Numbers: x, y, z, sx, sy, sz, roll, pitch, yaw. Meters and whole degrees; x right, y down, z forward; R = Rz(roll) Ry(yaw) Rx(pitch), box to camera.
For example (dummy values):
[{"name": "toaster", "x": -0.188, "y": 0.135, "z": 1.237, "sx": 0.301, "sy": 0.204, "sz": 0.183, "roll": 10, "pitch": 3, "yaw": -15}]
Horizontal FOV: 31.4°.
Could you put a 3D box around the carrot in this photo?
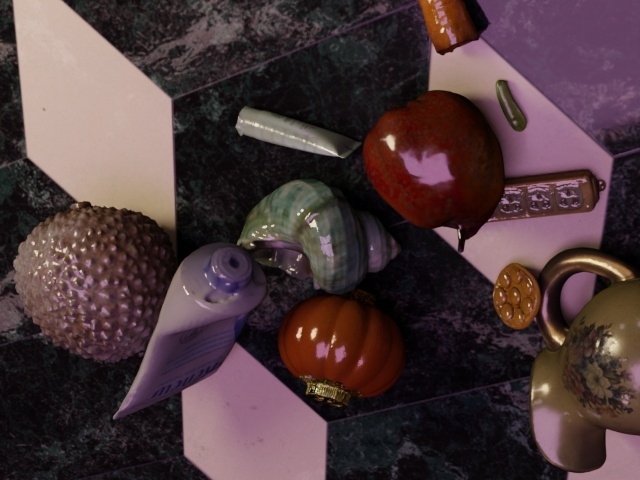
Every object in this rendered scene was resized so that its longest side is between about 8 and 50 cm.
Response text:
[{"name": "carrot", "x": 0.167, "y": -0.380, "z": 1.710, "sx": 0.072, "sy": 0.072, "sz": 0.205, "roll": -22, "pitch": 99, "yaw": 27}]

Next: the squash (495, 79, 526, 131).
[{"name": "squash", "x": 0.293, "y": -0.208, "z": 1.767, "sx": 0.027, "sy": 0.027, "sz": 0.089, "roll": -25, "pitch": 102, "yaw": 28}]

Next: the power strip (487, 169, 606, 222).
[{"name": "power strip", "x": 0.299, "y": -0.064, "z": 1.820, "sx": 0.305, "sy": 0.044, "sz": 0.064, "roll": -6, "pitch": 112, "yaw": 22}]

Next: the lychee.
[{"name": "lychee", "x": -0.390, "y": 0.070, "z": 1.980, "sx": 0.300, "sy": 0.300, "sz": 0.300, "roll": 8, "pitch": 116, "yaw": 16}]

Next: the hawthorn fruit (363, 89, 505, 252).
[{"name": "hawthorn fruit", "x": 0.180, "y": -0.101, "z": 1.741, "sx": 0.208, "sy": 0.208, "sz": 0.248, "roll": -21, "pitch": 87, "yaw": 27}]

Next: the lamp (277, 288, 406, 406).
[{"name": "lamp", "x": 0.037, "y": 0.180, "z": 1.938, "sx": 0.223, "sy": 0.223, "sz": 0.197, "roll": 14, "pitch": 74, "yaw": 13}]

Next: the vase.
[{"name": "vase", "x": 0.449, "y": 0.167, "z": 1.796, "sx": 0.302, "sy": 0.240, "sz": 0.329, "roll": -40, "pitch": 68, "yaw": 43}]

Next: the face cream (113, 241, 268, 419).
[{"name": "face cream", "x": -0.213, "y": 0.156, "z": 1.952, "sx": 0.137, "sy": 0.234, "sz": 0.420, "roll": 51, "pitch": 139, "yaw": 19}]

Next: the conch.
[{"name": "conch", "x": 0.000, "y": 0.000, "z": 1.894, "sx": 0.277, "sy": 0.195, "sz": 0.220, "roll": 3, "pitch": 142, "yaw": -6}]

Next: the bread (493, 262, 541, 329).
[{"name": "bread", "x": 0.320, "y": 0.090, "z": 1.861, "sx": 0.110, "sy": 0.024, "sz": 0.110, "roll": 4, "pitch": 94, "yaw": 57}]

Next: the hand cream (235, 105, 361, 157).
[{"name": "hand cream", "x": -0.038, "y": -0.174, "z": 1.879, "sx": 0.204, "sy": 0.078, "sz": 0.050, "roll": 17, "pitch": 117, "yaw": 17}]
